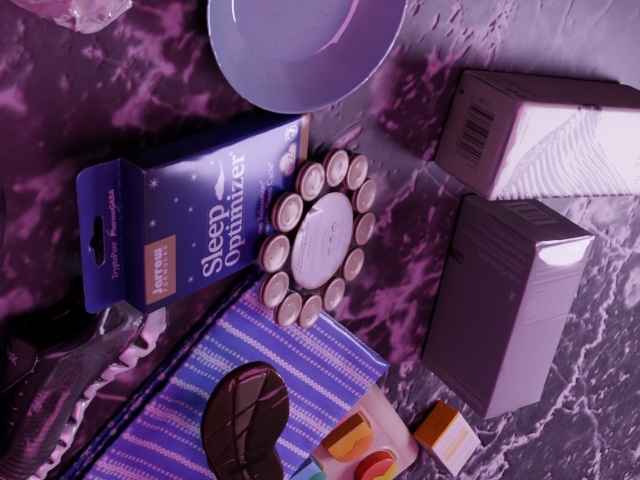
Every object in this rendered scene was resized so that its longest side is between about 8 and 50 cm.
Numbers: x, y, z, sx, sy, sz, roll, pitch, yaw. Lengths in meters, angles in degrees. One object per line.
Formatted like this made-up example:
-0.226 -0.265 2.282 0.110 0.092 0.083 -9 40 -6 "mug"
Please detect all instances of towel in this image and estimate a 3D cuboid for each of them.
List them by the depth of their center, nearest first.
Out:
-0.098 0.207 0.917 0.336 0.040 0.243 -49 130 0 "towel"

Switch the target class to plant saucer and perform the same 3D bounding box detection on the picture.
-0.013 -0.202 0.723 0.195 0.037 0.195 -19 129 -25 "plant saucer"

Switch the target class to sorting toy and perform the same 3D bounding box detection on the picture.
0.022 0.287 1.077 0.208 0.038 0.193 -40 135 -8 "sorting toy"

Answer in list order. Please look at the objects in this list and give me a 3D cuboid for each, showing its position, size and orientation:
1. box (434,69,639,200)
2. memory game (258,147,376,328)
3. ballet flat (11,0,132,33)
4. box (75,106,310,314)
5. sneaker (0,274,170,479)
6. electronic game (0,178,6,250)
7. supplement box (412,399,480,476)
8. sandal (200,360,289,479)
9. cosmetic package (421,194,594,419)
0.264 -0.112 0.951 0.275 0.094 0.113 -4 121 -34 "box"
0.000 0.000 0.845 0.186 0.012 0.186 -35 136 -42 "memory game"
-0.137 -0.304 0.496 0.147 0.147 0.408 -11 125 -31 "ballet flat"
-0.099 -0.025 0.739 0.225 0.036 0.136 -26 133 -40 "box"
-0.241 0.120 0.745 0.234 0.078 0.106 -49 133 -4 "sneaker"
-0.333 -0.006 0.606 0.229 0.048 0.229 -22 126 -33 "electronic game"
0.170 0.265 1.169 0.062 0.036 0.098 -49 136 -14 "supplement box"
-0.077 0.190 0.872 0.090 0.060 0.219 -22 140 -16 "sandal"
0.211 0.073 1.015 0.107 0.127 0.237 -7 121 -34 "cosmetic package"
